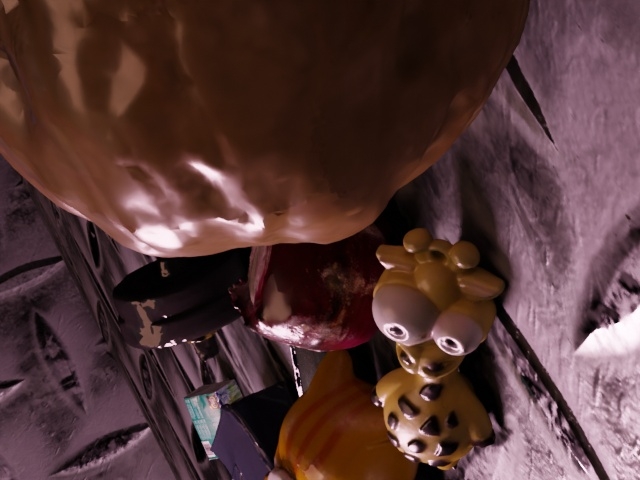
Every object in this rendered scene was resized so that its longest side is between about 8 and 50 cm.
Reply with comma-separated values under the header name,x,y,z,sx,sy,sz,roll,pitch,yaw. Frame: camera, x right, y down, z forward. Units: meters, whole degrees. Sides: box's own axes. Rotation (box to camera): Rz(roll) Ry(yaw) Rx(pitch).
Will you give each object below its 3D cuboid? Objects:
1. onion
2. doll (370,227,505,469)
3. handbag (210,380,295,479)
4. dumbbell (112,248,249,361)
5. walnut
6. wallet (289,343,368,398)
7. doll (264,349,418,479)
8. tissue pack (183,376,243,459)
name,x,y,z,sx,sy,sz,roll,pitch,yaw
onion,0.014,0.005,1.247,0.173,0.135,0.198,-120,50,-66
doll,0.097,0.100,1.168,0.117,0.086,0.291,15,142,14
handbag,-0.027,0.373,1.899,0.325,0.118,0.269,60,156,19
dumbbell,-0.207,-0.024,1.753,0.185,0.185,0.388,23,136,66
walnut,-0.058,-0.179,0.826,0.383,0.384,0.383,56,161,29
wallet,0.022,0.202,1.617,0.172,0.045,0.318,41,151,48
doll,0.029,0.267,1.465,0.167,0.162,0.269,29,142,34
tissue pack,-0.150,0.280,2.229,0.085,0.079,0.111,-16,101,41
